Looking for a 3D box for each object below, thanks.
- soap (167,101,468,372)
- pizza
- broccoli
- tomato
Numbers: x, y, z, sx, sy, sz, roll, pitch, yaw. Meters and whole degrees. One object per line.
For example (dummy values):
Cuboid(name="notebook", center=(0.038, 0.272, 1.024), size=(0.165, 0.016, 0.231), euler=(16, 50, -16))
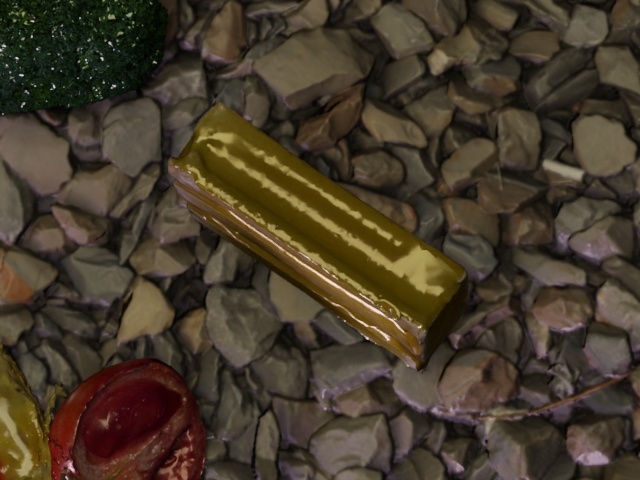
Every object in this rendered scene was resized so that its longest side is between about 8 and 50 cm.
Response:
Cuboid(name="soap", center=(0.000, 0.000, 1.563), size=(0.315, 0.199, 0.091), euler=(35, 78, 14))
Cuboid(name="pizza", center=(-0.358, 0.237, 1.617), size=(0.280, 0.075, 0.287), euler=(-10, 78, 4))
Cuboid(name="broccoli", center=(-0.303, -0.268, 1.637), size=(0.308, 0.275, 0.308), euler=(1, 123, 1))
Cuboid(name="tomato", center=(-0.209, 0.212, 1.584), size=(0.099, 0.173, 0.189), euler=(6, 117, 43))
